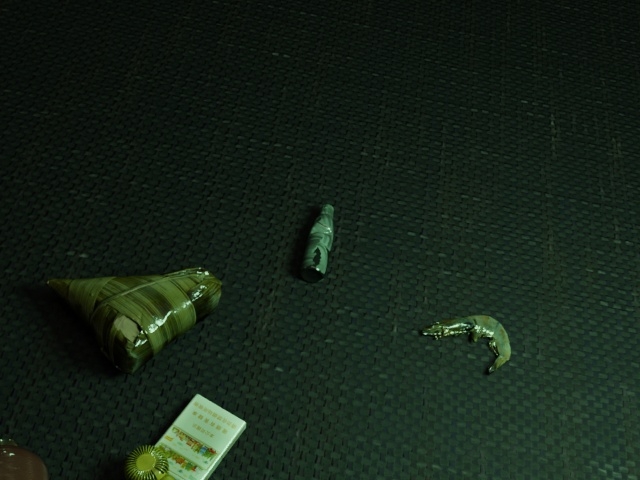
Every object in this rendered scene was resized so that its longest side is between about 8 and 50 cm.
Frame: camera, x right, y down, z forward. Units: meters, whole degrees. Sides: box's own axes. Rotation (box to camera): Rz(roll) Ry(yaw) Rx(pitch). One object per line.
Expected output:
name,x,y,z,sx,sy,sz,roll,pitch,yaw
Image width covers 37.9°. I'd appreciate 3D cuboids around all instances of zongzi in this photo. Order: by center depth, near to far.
zongzi,-0.388,0.108,1.943,0.288,0.134,0.286,34,47,26

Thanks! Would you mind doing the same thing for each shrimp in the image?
shrimp,0.326,0.229,2.036,0.195,0.035,0.147,-4,55,-16

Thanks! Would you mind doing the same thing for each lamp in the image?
lamp,-0.550,0.460,1.596,0.180,0.180,0.258,-8,47,-17

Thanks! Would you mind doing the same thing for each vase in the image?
vase,0.000,0.000,2.137,0.060,0.060,0.211,14,51,0

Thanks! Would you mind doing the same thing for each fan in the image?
fan,-0.292,0.436,1.702,0.155,0.039,0.082,35,57,19

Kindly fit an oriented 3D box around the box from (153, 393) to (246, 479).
box,-0.253,0.405,1.779,0.122,0.032,0.220,28,53,14
